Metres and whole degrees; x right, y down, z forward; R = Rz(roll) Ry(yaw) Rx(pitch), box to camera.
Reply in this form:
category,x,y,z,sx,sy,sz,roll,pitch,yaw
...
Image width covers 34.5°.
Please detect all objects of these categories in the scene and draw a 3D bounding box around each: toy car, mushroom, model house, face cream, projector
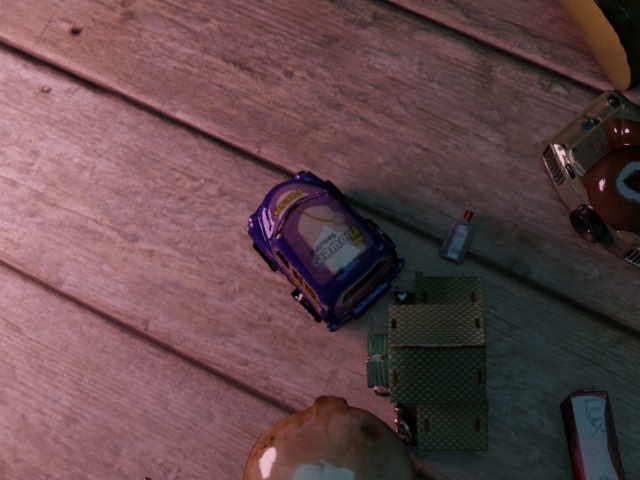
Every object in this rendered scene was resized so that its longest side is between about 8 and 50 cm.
category,x,y,z,sx,sy,sz,roll,pitch,yaw
toy car,0.000,0.000,1.530,0.172,0.158,0.235,-43,75,-7
mushroom,0.014,0.342,1.428,0.254,0.184,0.255,-1,72,4
model house,0.152,0.167,1.451,0.178,0.206,0.271,3,76,5
face cream,0.215,-0.007,1.586,0.040,0.021,0.083,23,79,9
projector,0.465,-0.080,1.553,0.193,0.088,0.269,-40,77,-9

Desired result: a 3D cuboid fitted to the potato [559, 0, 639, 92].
category,x,y,z,sx,sy,sz,roll,pitch,yaw
potato,0.502,-0.404,1.563,0.255,0.112,0.269,-40,110,-7

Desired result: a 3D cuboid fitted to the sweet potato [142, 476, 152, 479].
category,x,y,z,sx,sy,sz,roll,pitch,yaw
sweet potato,-0.177,0.436,1.486,0.069,0.059,0.249,-43,79,14

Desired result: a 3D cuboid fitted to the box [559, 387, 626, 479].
category,x,y,z,sx,sy,sz,roll,pitch,yaw
box,0.384,0.292,1.452,0.060,0.111,0.156,-9,73,2

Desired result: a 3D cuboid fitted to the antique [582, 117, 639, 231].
category,x,y,z,sx,sy,sz,roll,pitch,yaw
antique,0.498,-0.061,1.440,0.256,0.121,0.143,24,80,9
